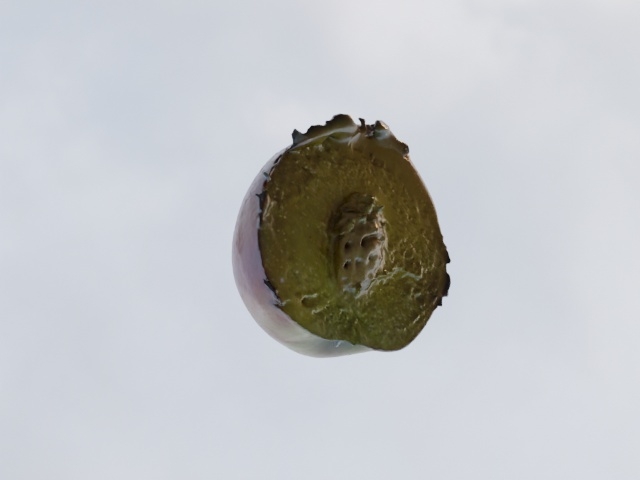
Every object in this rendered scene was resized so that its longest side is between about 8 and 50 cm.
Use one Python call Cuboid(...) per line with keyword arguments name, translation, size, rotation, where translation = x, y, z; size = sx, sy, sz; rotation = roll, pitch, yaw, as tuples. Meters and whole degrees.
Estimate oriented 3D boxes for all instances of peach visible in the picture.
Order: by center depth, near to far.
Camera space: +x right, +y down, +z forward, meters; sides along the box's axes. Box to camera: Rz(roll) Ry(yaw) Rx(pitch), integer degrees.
Cuboid(name="peach", translation=(0.000, 0.001, 0.532), size=(0.098, 0.061, 0.098), rotation=(14, -112, -37))
